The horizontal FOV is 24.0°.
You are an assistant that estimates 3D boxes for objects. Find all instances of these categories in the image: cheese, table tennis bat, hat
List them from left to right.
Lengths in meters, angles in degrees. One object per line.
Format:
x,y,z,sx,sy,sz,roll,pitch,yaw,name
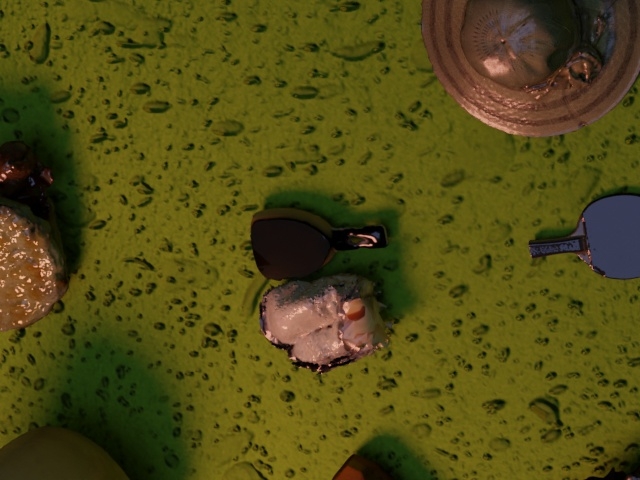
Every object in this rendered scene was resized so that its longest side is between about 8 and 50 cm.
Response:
0.000,0.000,1.728,0.163,0.036,0.086,-5,103,24,cheese
0.202,-0.214,1.527,0.252,0.110,0.252,8,111,21,hat
0.301,-0.001,1.613,0.158,0.014,0.095,-8,106,23,table tennis bat

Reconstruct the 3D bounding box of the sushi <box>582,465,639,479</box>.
0.356,0.357,1.625,0.238,0.218,0.225,-34,130,3,sushi

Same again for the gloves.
0.003,0.095,1.741,0.153,0.070,0.114,-11,110,26,gloves

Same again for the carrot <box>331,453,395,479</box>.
0.122,0.356,1.785,0.260,0.070,0.070,41,118,4,carrot

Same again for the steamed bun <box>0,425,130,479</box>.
-0.363,0.419,1.876,0.233,0.312,0.333,32,125,13,steamed bun

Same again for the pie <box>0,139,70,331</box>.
-0.436,0.002,1.878,0.275,0.105,0.257,-1,117,24,pie
